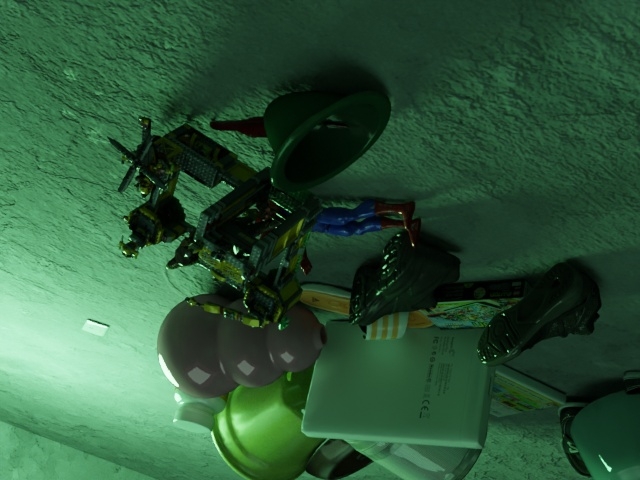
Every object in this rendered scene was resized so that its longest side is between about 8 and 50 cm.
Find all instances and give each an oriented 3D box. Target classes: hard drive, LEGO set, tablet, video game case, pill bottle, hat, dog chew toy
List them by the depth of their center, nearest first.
[{"bbox_3d":[-0.042,-0.180,1.258,0.209,0.183,0.173,-35,158,0],"label":"hat"},{"bbox_3d":[-0.168,-0.003,1.334,0.331,0.192,0.255,38,129,9],"label":"LEGO set"},{"bbox_3d":[0.148,0.263,1.808,0.353,0.233,0.047,-2,149,29],"label":"hard drive"},{"bbox_3d":[-0.147,0.198,1.879,0.332,0.206,0.206,-7,148,21],"label":"dog chew toy"},{"bbox_3d":[0.364,0.312,2.041,0.227,0.026,0.206,27,151,-23],"label":"video game case"},{"bbox_3d":[-0.254,0.311,2.123,0.118,0.208,0.117,11,154,6],"label":"pill bottle"},{"bbox_3d":[-0.531,0.207,2.279,0.054,0.006,0.083,21,152,-14],"label":"tablet"}]

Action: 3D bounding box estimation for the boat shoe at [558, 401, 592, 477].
[{"bbox_3d":[0.580,0.435,2.105,0.114,0.091,0.302,-1,150,27],"label":"boat shoe"}]

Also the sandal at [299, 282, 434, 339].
[{"bbox_3d":[0.079,0.146,1.789,0.265,0.076,0.102,10,154,7],"label":"sandal"}]

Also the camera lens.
[{"bbox_3d":[0.184,0.367,1.974,0.274,0.219,0.219,34,149,-14],"label":"camera lens"}]

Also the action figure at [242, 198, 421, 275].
[{"bbox_3d":[0.000,0.000,1.480,0.281,0.139,0.091,6,152,21],"label":"action figure"}]

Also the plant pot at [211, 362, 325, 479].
[{"bbox_3d":[-0.067,0.371,2.135,0.276,0.276,0.254,24,141,-20],"label":"plant pot"}]

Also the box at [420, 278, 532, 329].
[{"bbox_3d":[0.278,0.113,1.674,0.207,0.036,0.114,-6,148,35],"label":"box"}]

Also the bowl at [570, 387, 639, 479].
[{"bbox_3d":[0.660,0.434,1.904,0.312,0.163,0.311,2,139,2],"label":"bowl"}]

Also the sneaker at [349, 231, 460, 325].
[{"bbox_3d":[0.134,0.085,1.618,0.130,0.109,0.286,15,156,-16],"label":"sneaker"}]

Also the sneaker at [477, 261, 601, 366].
[{"bbox_3d":[0.363,0.139,1.563,0.130,0.087,0.227,26,119,-33],"label":"sneaker"}]

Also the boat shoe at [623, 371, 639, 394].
[{"bbox_3d":[0.638,0.270,1.808,0.142,0.040,0.049,-5,148,34],"label":"boat shoe"}]

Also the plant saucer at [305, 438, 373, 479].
[{"bbox_3d":[0.109,0.454,2.191,0.311,0.050,0.310,-30,157,-14],"label":"plant saucer"}]
